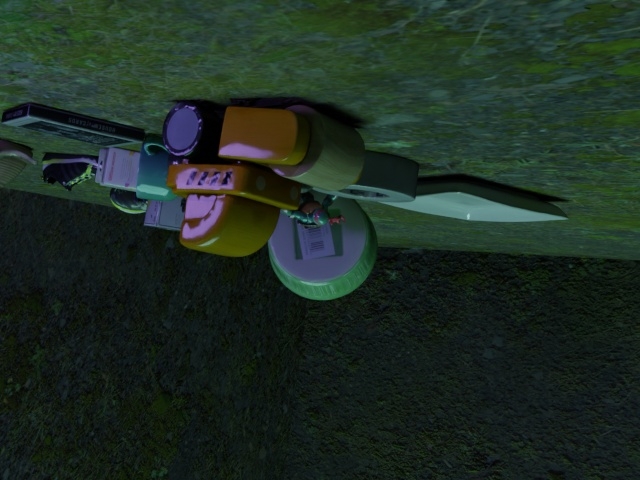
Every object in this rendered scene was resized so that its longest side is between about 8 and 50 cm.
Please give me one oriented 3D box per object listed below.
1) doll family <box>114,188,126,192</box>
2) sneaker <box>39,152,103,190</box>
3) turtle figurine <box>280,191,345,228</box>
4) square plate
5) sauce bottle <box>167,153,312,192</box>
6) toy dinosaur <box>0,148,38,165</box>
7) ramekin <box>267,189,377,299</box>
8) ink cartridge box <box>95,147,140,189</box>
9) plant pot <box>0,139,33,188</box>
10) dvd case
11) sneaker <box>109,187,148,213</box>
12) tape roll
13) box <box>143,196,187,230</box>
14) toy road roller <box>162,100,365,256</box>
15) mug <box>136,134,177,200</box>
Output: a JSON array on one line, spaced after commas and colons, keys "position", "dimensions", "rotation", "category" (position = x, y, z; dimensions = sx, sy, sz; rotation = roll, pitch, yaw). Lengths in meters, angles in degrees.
[{"position": [-0.537, -0.173, 2.354], "dimensions": [0.193, 0.076, 0.111], "rotation": [-2, 167, 39], "category": "doll family"}, {"position": [-0.661, -0.180, 2.241], "dimensions": [0.234, 0.097, 0.084], "rotation": [6, 176, 23], "category": "sneaker"}, {"position": [-0.031, -0.087, 2.029], "dimensions": [0.175, 0.118, 0.234], "rotation": [-12, -164, -24], "category": "turtle figurine"}, {"position": [0.337, -0.093, 1.923], "dimensions": [0.344, 0.049, 0.347], "rotation": [9, 176, -32], "category": "square plate"}, {"position": [-0.160, -0.148, 1.609], "dimensions": [0.344, 0.111, 0.111], "rotation": [4, 175, 40], "category": "sauce bottle"}, {"position": [-0.854, -0.220, 2.047], "dimensions": [0.268, 0.064, 0.118], "rotation": [-8, 142, -12], "category": "toy dinosaur"}, {"position": [0.000, 0.000, 2.203], "dimensions": [0.303, 0.303, 0.148], "rotation": [7, 169, 7], "category": "ramekin"}, {"position": [-0.479, -0.173, 2.024], "dimensions": [0.143, 0.092, 0.090], "rotation": [11, 176, -22], "category": "ink cartridge box"}, {"position": [-0.895, -0.203, 2.182], "dimensions": [0.237, 0.110, 0.237], "rotation": [6, 172, 1], "category": "plant pot"}, {"position": [-0.504, -0.231, 1.675], "dimensions": [0.238, 0.030, 0.179], "rotation": [11, 176, -36], "category": "dvd case"}, {"position": [-0.526, -0.144, 2.649], "dimensions": [0.300, 0.111, 0.121], "rotation": [3, 169, -27], "category": "sneaker"}, {"position": [0.089, -0.130, 1.680], "dimensions": [0.219, 0.072, 0.219], "rotation": [7, 177, 0], "category": "tape roll"}, {"position": [-0.333, -0.100, 2.293], "dimensions": [0.290, 0.169, 0.087], "rotation": [8, 179, -35], "category": "box"}, {"position": [-0.105, -0.090, 1.362], "dimensions": [0.329, 0.241, 0.202], "rotation": [5, 176, 33], "category": "toy road roller"}, {"position": [-0.342, -0.151, 1.784], "dimensions": [0.097, 0.129, 0.158], "rotation": [7, 177, -8], "category": "mug"}]
